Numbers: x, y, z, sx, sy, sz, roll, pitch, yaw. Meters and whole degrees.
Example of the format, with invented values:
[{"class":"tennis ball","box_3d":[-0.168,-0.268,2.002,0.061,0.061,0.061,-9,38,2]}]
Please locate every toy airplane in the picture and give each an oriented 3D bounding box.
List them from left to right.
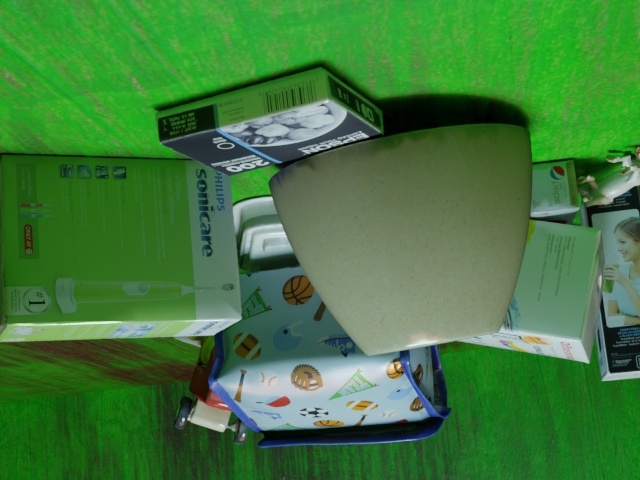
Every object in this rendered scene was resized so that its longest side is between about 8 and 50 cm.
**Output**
[{"class":"toy airplane","box_3d":[-0.178,0.189,2.112,0.384,0.272,0.386,31,-159,34]}]

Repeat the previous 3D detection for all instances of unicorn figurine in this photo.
[{"class":"unicorn figurine","box_3d":[0.408,-0.081,1.528,0.162,0.060,0.111,-17,165,35]}]

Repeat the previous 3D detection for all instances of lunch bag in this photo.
[{"class":"lunch bag","box_3d":[0.028,0.213,1.769,0.328,0.239,0.385,-6,150,13]}]

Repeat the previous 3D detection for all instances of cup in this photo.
[{"class":"cup","box_3d":[0.116,0.013,1.336,0.331,0.237,0.331,-9,173,-1]}]

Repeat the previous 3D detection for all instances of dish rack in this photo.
[{"class":"dish rack","box_3d":[0.000,0.000,1.691,0.286,0.072,0.333,-3,166,-7]}]

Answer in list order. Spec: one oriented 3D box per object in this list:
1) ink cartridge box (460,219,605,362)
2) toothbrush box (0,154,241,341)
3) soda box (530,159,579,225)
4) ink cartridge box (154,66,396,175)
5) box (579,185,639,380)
[{"class":"ink cartridge box","box_3d":[0.285,0.067,1.569,0.233,0.168,0.171,8,166,20]},{"class":"toothbrush box","box_3d":[-0.254,0.012,1.328,0.283,0.206,0.122,-1,166,-22]},{"class":"soda box","box_3d":[0.333,-0.052,1.590,0.069,0.074,0.216,-6,167,6]},{"class":"ink cartridge box","box_3d":[-0.042,-0.122,1.203,0.206,0.045,0.208,-12,167,24]},{"class":"box","box_3d":[0.475,0.071,1.710,0.087,0.290,0.169,-7,169,10]}]
